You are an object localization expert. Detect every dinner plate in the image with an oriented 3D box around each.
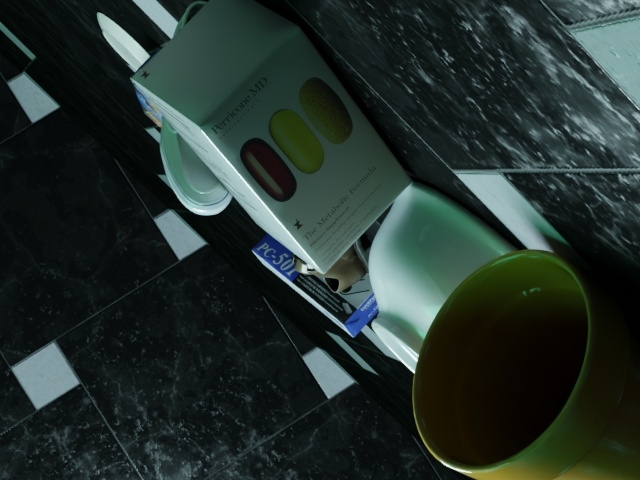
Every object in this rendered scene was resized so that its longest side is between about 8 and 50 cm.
[{"bbox_3d":[-0.275,-0.273,2.280,0.141,0.017,0.141,41,171,8],"label":"dinner plate"}]

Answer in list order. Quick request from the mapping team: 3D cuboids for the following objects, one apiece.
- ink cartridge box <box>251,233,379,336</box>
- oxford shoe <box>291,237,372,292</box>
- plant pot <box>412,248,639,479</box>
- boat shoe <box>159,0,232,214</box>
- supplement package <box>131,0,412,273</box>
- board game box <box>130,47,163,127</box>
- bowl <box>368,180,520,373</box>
[{"bbox_3d":[0.005,0.040,2.248,0.207,0.097,0.046,37,170,36],"label":"ink cartridge box"},{"bbox_3d":[0.000,0.000,2.070,0.083,0.096,0.227,39,170,42],"label":"oxford shoe"},{"bbox_3d":[0.219,0.137,1.409,0.188,0.205,0.205,29,-178,-34],"label":"plant pot"},{"bbox_3d":[-0.130,-0.142,1.648,0.076,0.083,0.226,99,164,-71],"label":"boat shoe"},{"bbox_3d":[-0.044,-0.107,1.544,0.134,0.139,0.244,37,171,46],"label":"supplement package"},{"bbox_3d":[-0.183,-0.170,2.204,0.194,0.060,0.194,44,173,-8],"label":"board game box"},{"bbox_3d":[0.148,0.085,1.634,0.298,0.134,0.298,42,172,8],"label":"bowl"}]
